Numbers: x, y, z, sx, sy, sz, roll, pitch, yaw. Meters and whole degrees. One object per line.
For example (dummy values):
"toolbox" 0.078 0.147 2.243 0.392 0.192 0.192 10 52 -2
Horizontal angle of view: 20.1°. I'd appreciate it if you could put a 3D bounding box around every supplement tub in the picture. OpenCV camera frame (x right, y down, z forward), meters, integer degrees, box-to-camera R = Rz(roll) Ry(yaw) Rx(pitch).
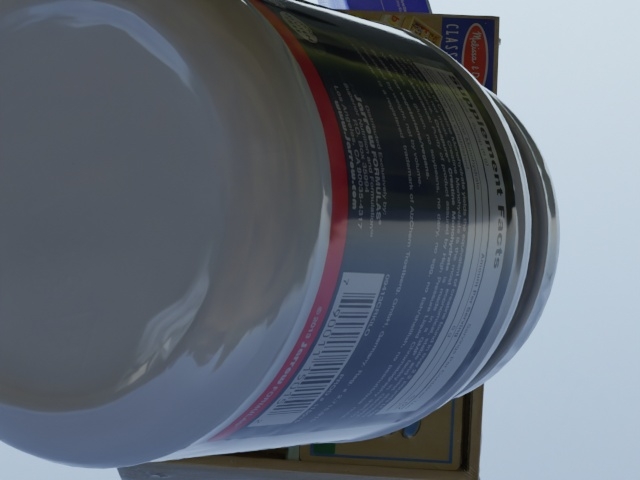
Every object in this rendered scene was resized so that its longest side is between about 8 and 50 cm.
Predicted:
"supplement tub" -0.028 -0.008 0.754 0.191 0.191 0.272 36 -165 25

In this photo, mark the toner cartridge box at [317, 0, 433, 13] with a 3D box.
"toner cartridge box" 0.048 -0.215 1.649 0.075 0.348 0.165 -18 -170 -5

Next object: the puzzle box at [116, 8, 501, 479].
"puzzle box" 0.000 0.000 1.405 0.272 0.052 0.409 3 -117 3
